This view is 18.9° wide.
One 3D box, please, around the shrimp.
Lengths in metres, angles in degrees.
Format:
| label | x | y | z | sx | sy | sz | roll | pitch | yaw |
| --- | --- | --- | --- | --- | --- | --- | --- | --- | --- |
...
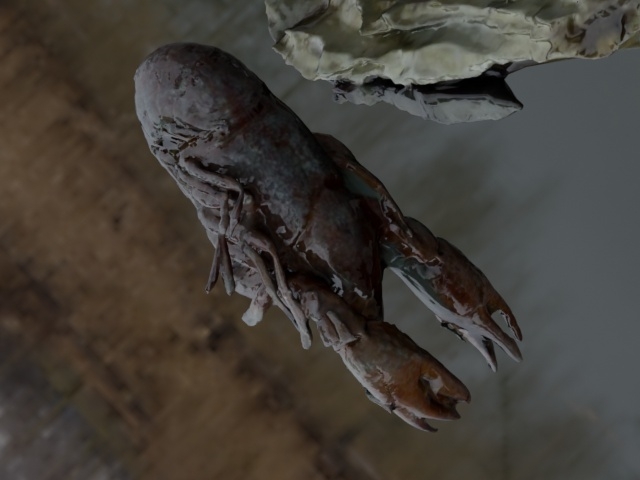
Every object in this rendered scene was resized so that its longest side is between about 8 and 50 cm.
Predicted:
| label | x | y | z | sx | sy | sz | roll | pitch | yaw |
| --- | --- | --- | --- | --- | --- | --- | --- | --- | --- |
| shrimp | 0.001 | 0.004 | 0.341 | 0.092 | 0.038 | 0.029 | 36 | 139 | -18 |

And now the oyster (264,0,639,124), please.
| label | x | y | z | sx | sy | sz | roll | pitch | yaw |
| --- | --- | --- | --- | --- | --- | --- | --- | --- | --- |
| oyster | 0.061 | -0.073 | 0.455 | 0.200 | 0.106 | 0.061 | -6 | 120 | 41 |
